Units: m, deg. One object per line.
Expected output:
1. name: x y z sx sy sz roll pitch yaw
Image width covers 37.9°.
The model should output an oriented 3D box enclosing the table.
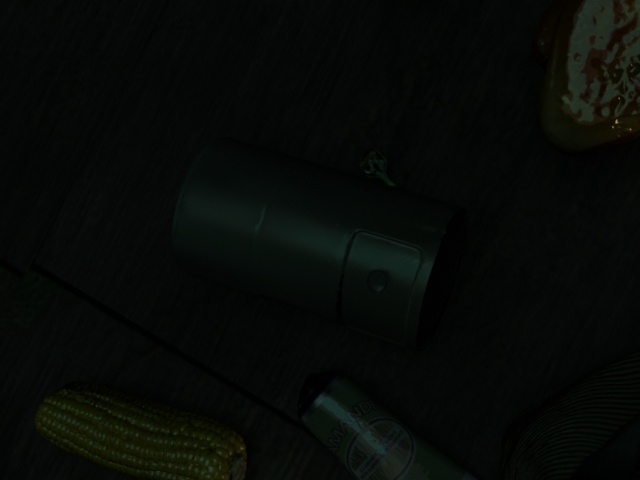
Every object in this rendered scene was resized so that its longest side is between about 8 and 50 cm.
1. table: 0.000 0.000 0.785 0.220 0.126 0.126 17 86 17

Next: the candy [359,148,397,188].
1. candy: 0.067 -0.049 0.833 0.083 0.025 0.023 46 123 9

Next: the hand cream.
1. hand cream: 0.072 0.194 0.775 0.235 0.055 0.086 42 93 11

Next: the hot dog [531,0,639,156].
1. hot dog: 0.279 -0.175 0.729 0.256 0.150 0.153 -21 85 12

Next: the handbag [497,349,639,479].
1. handbag: 0.289 0.185 0.616 0.340 0.240 0.247 -22 82 9

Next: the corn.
1. corn: -0.160 0.178 0.832 0.203 0.072 0.072 13 85 18
